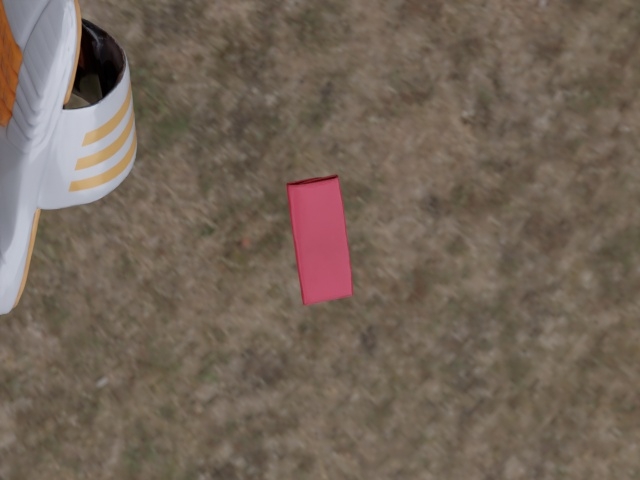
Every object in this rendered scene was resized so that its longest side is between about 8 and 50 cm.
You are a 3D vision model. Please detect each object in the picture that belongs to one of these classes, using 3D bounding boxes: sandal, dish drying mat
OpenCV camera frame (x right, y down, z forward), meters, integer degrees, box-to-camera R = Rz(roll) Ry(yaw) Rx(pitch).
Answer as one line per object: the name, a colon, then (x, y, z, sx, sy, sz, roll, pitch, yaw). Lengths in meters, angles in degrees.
sandal: (-0.147, -0.057, 0.856, 0.076, 0.102, 0.265, -4, 145, -23)
dish drying mat: (0.000, 0.000, 0.892, 0.032, 0.008, 0.083, -12, 122, -7)
